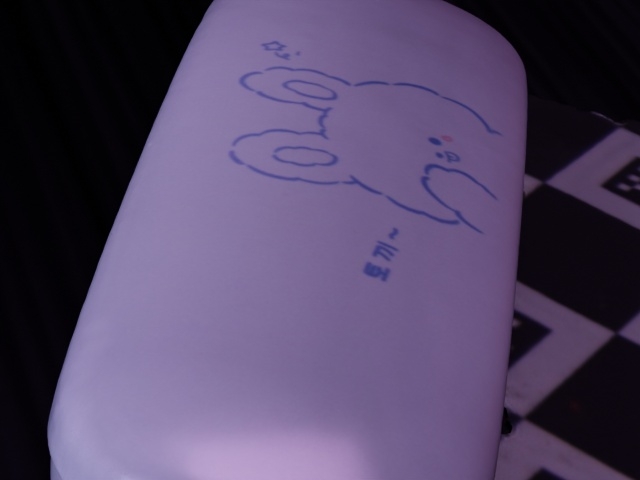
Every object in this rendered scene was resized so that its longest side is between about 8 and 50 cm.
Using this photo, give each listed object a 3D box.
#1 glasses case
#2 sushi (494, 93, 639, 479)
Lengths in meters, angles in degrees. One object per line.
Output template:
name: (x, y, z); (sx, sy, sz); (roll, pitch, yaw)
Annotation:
glasses case: (0.000, 0.000, 0.449); (0.092, 0.059, 0.233); (12, 32, 2)
sushi: (0.185, 0.039, 0.464); (0.290, 0.050, 0.264); (13, 33, 2)
